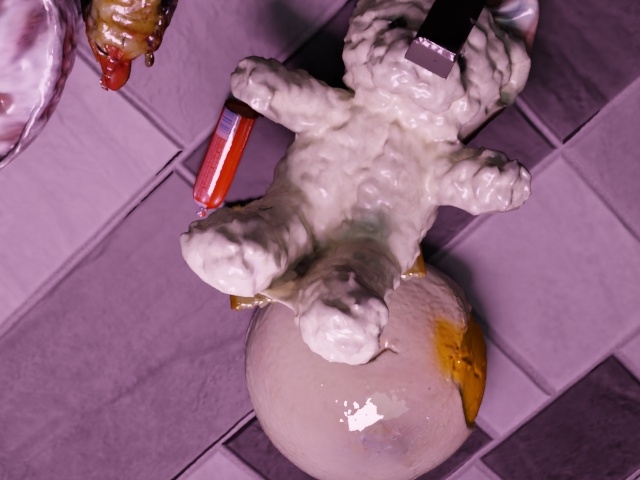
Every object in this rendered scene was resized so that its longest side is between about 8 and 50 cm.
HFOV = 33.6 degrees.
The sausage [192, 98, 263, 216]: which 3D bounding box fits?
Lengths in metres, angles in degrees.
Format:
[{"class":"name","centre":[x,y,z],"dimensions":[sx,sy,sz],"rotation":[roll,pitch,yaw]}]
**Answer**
[{"class":"sausage","centre":[-0.114,-0.091,1.238],"dimensions":[0.050,0.048,0.145],"rotation":[-1,121,-46]}]

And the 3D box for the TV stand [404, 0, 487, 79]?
[{"class":"TV stand","centre":[0.154,-0.265,1.074],"dimensions":[0.049,0.256,0.040],"rotation":[28,146,1]}]

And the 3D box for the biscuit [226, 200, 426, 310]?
[{"class":"biscuit","centre":[0.000,0.000,1.250],"dimensions":[0.232,0.016,0.139],"rotation":[-10,69,1]}]

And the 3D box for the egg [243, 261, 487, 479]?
[{"class":"egg","centre":[0.058,0.185,1.287],"dimensions":[0.337,0.201,0.337],"rotation":[-1,112,-2]}]

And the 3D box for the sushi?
[{"class":"sushi","centre":[-0.209,-0.263,1.120],"dimensions":[0.097,0.103,0.226],"rotation":[-5,129,-39]}]

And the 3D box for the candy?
[{"class":"candy","centre":[-0.376,-0.193,1.112],"dimensions":[0.214,0.157,0.289],"rotation":[24,110,-9]}]

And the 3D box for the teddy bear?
[{"class":"teddy bear","centre":[0.071,-0.129,1.075],"dimensions":[0.327,0.375,0.362],"rotation":[31,116,7]}]
